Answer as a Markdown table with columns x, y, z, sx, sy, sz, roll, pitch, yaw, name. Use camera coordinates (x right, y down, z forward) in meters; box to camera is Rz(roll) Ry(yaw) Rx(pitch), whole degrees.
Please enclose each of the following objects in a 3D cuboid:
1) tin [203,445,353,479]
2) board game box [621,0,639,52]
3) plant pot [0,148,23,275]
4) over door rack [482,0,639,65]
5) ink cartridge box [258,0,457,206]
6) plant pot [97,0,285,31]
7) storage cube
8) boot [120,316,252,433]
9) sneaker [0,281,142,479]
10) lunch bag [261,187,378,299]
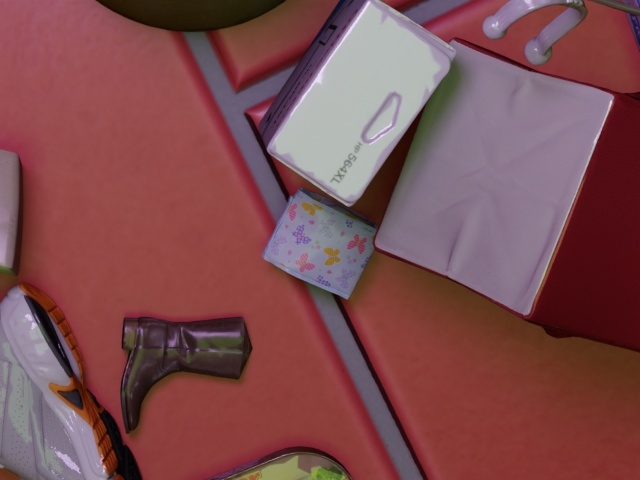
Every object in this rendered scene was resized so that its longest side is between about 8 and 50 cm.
| x | y | z | sx | sy | sz | roll | pitch | yaw | name |
| --- | --- | --- | --- | --- | --- | --- | --- | --- | --- |
| -0.057 | 0.248 | 1.670 | 0.189 | 0.040 | 0.106 | -21 | 103 | -1 | tin |
| 0.458 | -0.124 | 1.636 | 0.318 | 0.066 | 0.318 | -21 | 99 | 0 | board game box |
| -0.297 | -0.032 | 1.585 | 0.109 | 0.109 | 0.096 | 13 | 85 | -5 | plant pot |
| 0.187 | -0.263 | 1.474 | 0.108 | 0.324 | 0.239 | -27 | 78 | 38 | over door rack |
| 0.025 | -0.120 | 1.540 | 0.086 | 0.203 | 0.148 | 34 | 94 | -8 | ink cartridge box |
| -0.101 | -0.293 | 1.462 | 0.274 | 0.293 | 0.275 | 0 | 98 | -3 | plant pot |
| 0.192 | -0.032 | 1.533 | 0.193 | 0.183 | 0.215 | 17 | 97 | -46 | storage cube |
| -0.116 | 0.117 | 1.651 | 0.114 | 0.037 | 0.106 | 2 | 100 | -9 | boot |
| -0.240 | 0.174 | 1.628 | 0.121 | 0.099 | 0.262 | -24 | 91 | 7 | sneaker |
| 0.000 | 0.000 | 1.632 | 0.083 | 0.053 | 0.071 | 23 | 98 | -16 | lunch bag |
